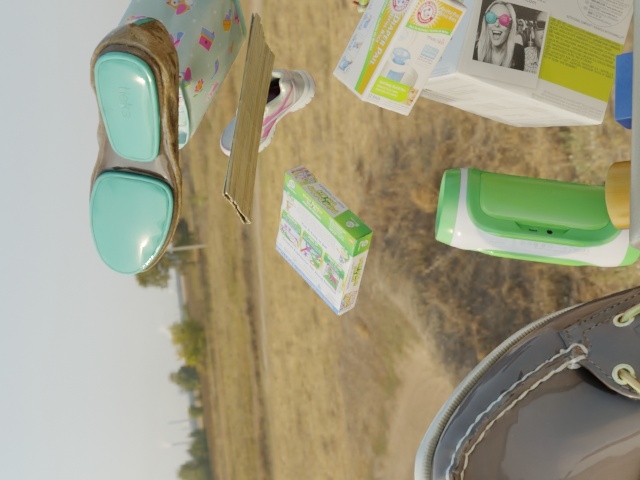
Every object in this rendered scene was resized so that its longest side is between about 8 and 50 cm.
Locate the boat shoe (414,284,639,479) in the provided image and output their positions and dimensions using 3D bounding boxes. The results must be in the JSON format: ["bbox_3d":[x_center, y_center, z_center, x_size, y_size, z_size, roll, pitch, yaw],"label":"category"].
[{"bbox_3d":[0.205,0.076,0.475,0.117,0.324,0.097,65,168,5],"label":"boat shoe"}]

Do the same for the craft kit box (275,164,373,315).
[{"bbox_3d":[0.000,0.000,1.866,0.250,0.061,0.247,46,147,30],"label":"craft kit box"}]

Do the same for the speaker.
[{"bbox_3d":[0.329,-0.035,1.269,0.131,0.296,0.131,8,-90,-86],"label":"speaker"}]

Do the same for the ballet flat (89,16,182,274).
[{"bbox_3d":[-0.210,-0.111,0.985,0.124,0.116,0.342,-75,-5,-47],"label":"ballet flat"}]

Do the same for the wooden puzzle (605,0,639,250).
[{"bbox_3d":[0.467,-0.121,1.144,0.080,0.348,0.322,-3,77,37],"label":"wooden puzzle"}]

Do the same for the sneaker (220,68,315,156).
[{"bbox_3d":[-0.134,-0.281,1.780,0.103,0.252,0.111,54,-161,27],"label":"sneaker"}]

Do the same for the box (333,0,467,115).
[{"bbox_3d":[0.129,-0.328,1.383,0.103,0.114,0.203,50,119,43],"label":"box"}]

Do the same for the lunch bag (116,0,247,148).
[{"bbox_3d":[-0.222,-0.288,1.328,0.262,0.160,0.223,90,-159,-72],"label":"lunch bag"}]

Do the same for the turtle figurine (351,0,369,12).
[{"bbox_3d":[0.120,-0.623,1.939,0.217,0.269,0.087,44,-154,-7],"label":"turtle figurine"}]

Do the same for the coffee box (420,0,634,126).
[{"bbox_3d":[0.388,-0.438,1.708,0.337,0.338,0.334,-159,83,-72],"label":"coffee box"}]

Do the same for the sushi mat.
[{"bbox_3d":[-0.115,-0.198,1.376,0.151,0.019,0.317,59,-143,-72],"label":"sushi mat"}]
